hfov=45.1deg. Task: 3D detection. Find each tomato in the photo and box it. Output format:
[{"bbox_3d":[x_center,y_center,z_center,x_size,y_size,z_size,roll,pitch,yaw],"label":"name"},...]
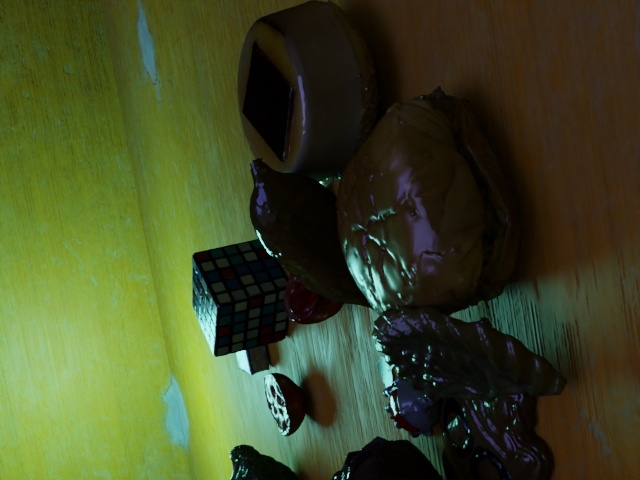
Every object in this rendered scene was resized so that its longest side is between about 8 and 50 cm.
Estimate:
[{"bbox_3d":[0.005,0.085,1.439,0.139,0.091,0.159,-2,72,58],"label":"tomato"},{"bbox_3d":[-0.074,0.371,1.785,0.155,0.069,0.155,48,146,48],"label":"tomato"}]

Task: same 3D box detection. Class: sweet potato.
[{"bbox_3d":[0.000,0.000,1.196,0.158,0.370,0.157,-29,45,34],"label":"sweet potato"}]

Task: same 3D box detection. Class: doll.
[{"bbox_3d":[0.143,0.263,1.210,0.102,0.075,0.227,56,162,14],"label":"doll"}]

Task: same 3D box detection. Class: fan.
[{"bbox_3d":[0.118,0.225,1.342,0.083,0.004,0.055,116,137,-56],"label":"fan"}]

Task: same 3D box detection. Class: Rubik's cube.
[{"bbox_3d":[-0.187,0.133,1.789,0.184,0.182,0.187,55,149,42],"label":"Rubik's cube"}]

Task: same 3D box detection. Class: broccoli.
[{"bbox_3d":[-0.178,0.651,1.915,0.254,0.269,0.269,86,162,-59],"label":"broccoli"}]

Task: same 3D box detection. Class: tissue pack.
[{"bbox_3d":[-0.185,0.262,2.002,0.116,0.065,0.155,0,99,65],"label":"tissue pack"}]

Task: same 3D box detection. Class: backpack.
[{"bbox_3d":[0.121,0.442,1.136,0.317,0.197,0.283,86,158,-80],"label":"backpack"}]

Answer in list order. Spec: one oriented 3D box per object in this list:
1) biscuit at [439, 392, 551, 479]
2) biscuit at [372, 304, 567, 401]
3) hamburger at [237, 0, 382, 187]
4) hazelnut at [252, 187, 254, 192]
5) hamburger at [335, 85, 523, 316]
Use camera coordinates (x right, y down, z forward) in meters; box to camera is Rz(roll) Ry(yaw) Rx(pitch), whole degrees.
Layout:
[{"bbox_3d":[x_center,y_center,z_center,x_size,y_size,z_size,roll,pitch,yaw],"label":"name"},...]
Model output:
[{"bbox_3d":[0.231,0.289,1.062,0.208,0.041,0.290,56,149,41],"label":"biscuit"},{"bbox_3d":[0.154,0.144,0.967,0.187,0.036,0.273,38,155,-12],"label":"biscuit"},{"bbox_3d":[-0.014,-0.231,1.223,0.302,0.170,0.301,33,128,55],"label":"hamburger"},{"bbox_3d":[-0.055,-0.076,1.451,0.154,0.143,0.143,55,152,13],"label":"hazelnut"},{"bbox_3d":[0.124,-0.034,1.007,0.319,0.158,0.318,171,90,-68],"label":"hamburger"}]
